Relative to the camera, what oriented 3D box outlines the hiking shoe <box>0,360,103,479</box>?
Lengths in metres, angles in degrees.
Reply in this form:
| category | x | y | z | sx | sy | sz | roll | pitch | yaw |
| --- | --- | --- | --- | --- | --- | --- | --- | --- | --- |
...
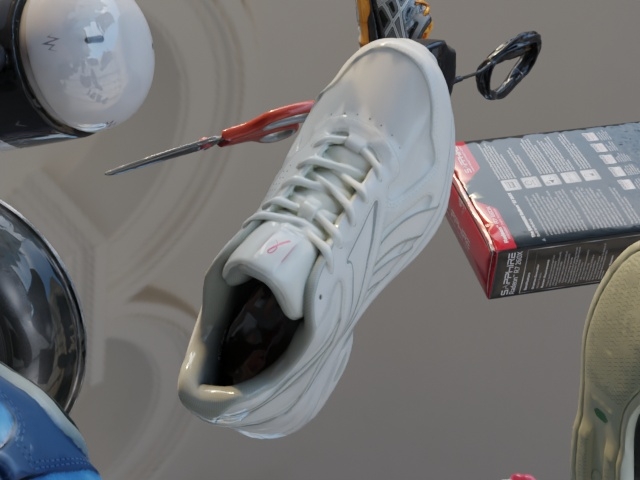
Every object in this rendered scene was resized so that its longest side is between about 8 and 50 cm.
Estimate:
| category | x | y | z | sx | sy | sz | roll | pitch | yaw |
| --- | --- | --- | --- | --- | --- | --- | --- | --- | --- |
| hiking shoe | -0.079 | 0.129 | 0.353 | 0.132 | 0.113 | 0.304 | 8 | -36 | 51 |

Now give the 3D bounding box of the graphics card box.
| category | x | y | z | sx | sy | sz | roll | pitch | yaw |
| --- | --- | --- | --- | --- | --- | --- | --- | --- | --- |
| graphics card box | 0.356 | -0.051 | 1.435 | 0.233 | 0.370 | 0.094 | -111 | -163 | -47 |

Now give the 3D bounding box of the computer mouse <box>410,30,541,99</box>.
| category | x | y | z | sx | sy | sz | roll | pitch | yaw |
| --- | --- | --- | --- | --- | --- | --- | --- | --- | --- |
| computer mouse | 0.103 | -0.137 | 0.867 | 0.041 | 0.242 | 0.071 | 28 | -58 | 32 |

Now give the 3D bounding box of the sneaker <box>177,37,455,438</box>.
| category | x | y | z | sx | sy | sz | roll | pitch | yaw |
| --- | --- | --- | --- | --- | --- | --- | --- | --- | --- |
| sneaker | 0.000 | 0.000 | 0.550 | 0.090 | 0.115 | 0.232 | 24 | -89 | 15 |

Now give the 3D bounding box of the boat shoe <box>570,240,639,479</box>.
| category | x | y | z | sx | sy | sz | roll | pitch | yaw |
| --- | --- | --- | --- | --- | --- | --- | --- | --- | --- |
| boat shoe | 0.231 | 0.098 | 0.753 | 0.084 | 0.079 | 0.233 | -124 | -151 | -55 |

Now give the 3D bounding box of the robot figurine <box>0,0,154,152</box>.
| category | x | y | z | sx | sy | sz | roll | pitch | yaw |
| --- | --- | --- | --- | --- | --- | --- | --- | --- | --- |
| robot figurine | -0.309 | -0.187 | 1.132 | 0.278 | 0.209 | 0.174 | -6 | -43 | 27 |

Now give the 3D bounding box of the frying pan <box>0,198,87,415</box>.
| category | x | y | z | sx | sy | sz | roll | pitch | yaw |
| --- | --- | --- | --- | --- | --- | --- | --- | --- | --- |
| frying pan | -0.300 | 0.079 | 0.675 | 0.326 | 0.053 | 0.197 | -19 | -80 | 13 |

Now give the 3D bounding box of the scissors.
| category | x | y | z | sx | sy | sz | roll | pitch | yaw |
| --- | --- | --- | --- | --- | --- | --- | --- | --- | --- |
| scissors | -0.132 | -0.136 | 1.401 | 0.109 | 0.297 | 0.021 | -31 | -104 | 56 |

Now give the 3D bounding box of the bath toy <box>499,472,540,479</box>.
| category | x | y | z | sx | sy | sz | roll | pitch | yaw |
| --- | --- | --- | --- | --- | --- | --- | --- | --- | --- |
| bath toy | 0.143 | 0.299 | 0.973 | 0.129 | 0.348 | 0.151 | -46 | -102 | 17 |

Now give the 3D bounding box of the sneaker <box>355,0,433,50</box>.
| category | x | y | z | sx | sy | sz | roll | pitch | yaw |
| --- | --- | --- | --- | --- | --- | --- | --- | --- | --- |
| sneaker | 0.078 | -0.242 | 1.133 | 0.084 | 0.083 | 0.215 | -41 | 125 | -81 |
